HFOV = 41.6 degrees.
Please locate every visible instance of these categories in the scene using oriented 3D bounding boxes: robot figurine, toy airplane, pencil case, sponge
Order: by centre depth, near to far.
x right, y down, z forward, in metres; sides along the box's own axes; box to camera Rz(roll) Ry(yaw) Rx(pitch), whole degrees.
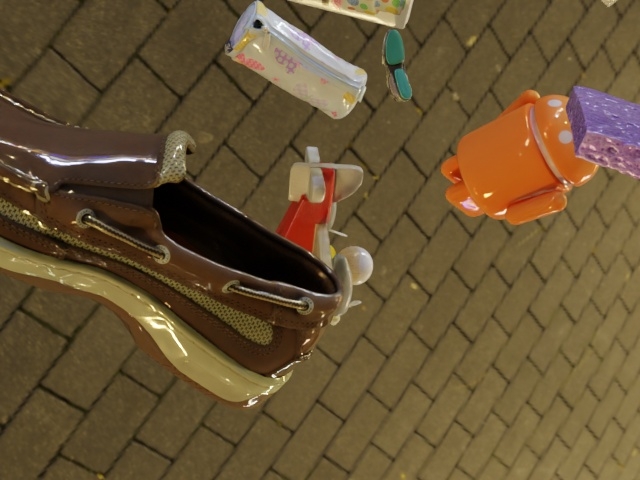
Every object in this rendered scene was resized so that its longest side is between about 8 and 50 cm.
[{"bbox_3d":[0.296,-0.097,0.799,0.210,0.117,0.031,-58,168,-65],"label":"sponge"},{"bbox_3d":[0.265,-0.109,1.093,0.128,0.219,0.158,57,32,-13],"label":"robot figurine"},{"bbox_3d":[-0.043,-0.339,1.593,0.273,0.124,0.113,29,68,-24],"label":"pencil case"},{"bbox_3d":[0.000,0.000,1.795,0.272,0.384,0.386,22,72,-17],"label":"toy airplane"}]

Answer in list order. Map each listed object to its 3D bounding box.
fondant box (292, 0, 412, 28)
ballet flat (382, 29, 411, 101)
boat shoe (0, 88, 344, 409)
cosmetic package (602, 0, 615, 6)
[{"bbox_3d":[0.009,-0.502,1.344,0.096,0.330,0.238,-67,172,-57],"label":"fondant box"},{"bbox_3d":[0.114,-0.274,1.333,0.041,0.041,0.114,-15,94,-34],"label":"ballet flat"},{"bbox_3d":[-0.096,-0.023,0.404,0.257,0.095,0.095,36,114,-25],"label":"boat shoe"},{"bbox_3d":[0.556,-0.690,1.740,0.155,0.365,0.197,-36,171,-46],"label":"cosmetic package"}]
